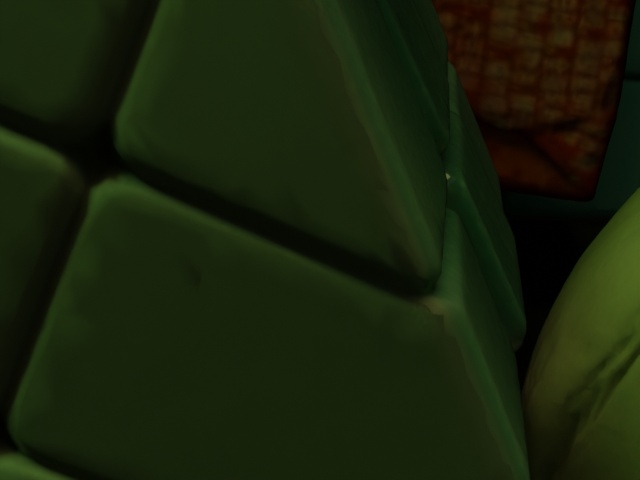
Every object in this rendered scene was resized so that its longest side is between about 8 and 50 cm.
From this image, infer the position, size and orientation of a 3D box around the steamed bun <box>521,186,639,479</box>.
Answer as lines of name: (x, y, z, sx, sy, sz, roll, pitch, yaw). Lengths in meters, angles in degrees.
steamed bun: (0.156, 0.070, 0.531, 0.155, 0.250, 0.200, 18, 29, 23)

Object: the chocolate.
chocolate: (0.051, -0.156, 0.765, 0.235, 0.237, 0.108, 8, 7, -7)

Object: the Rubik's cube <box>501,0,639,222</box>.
Rubik's cube: (0.057, -0.181, 0.973, 0.292, 0.290, 0.291, 2, 13, -7)

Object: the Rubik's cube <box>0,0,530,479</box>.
Rubik's cube: (-0.119, -0.054, 0.553, 0.319, 0.321, 0.316, -20, 19, 13)
